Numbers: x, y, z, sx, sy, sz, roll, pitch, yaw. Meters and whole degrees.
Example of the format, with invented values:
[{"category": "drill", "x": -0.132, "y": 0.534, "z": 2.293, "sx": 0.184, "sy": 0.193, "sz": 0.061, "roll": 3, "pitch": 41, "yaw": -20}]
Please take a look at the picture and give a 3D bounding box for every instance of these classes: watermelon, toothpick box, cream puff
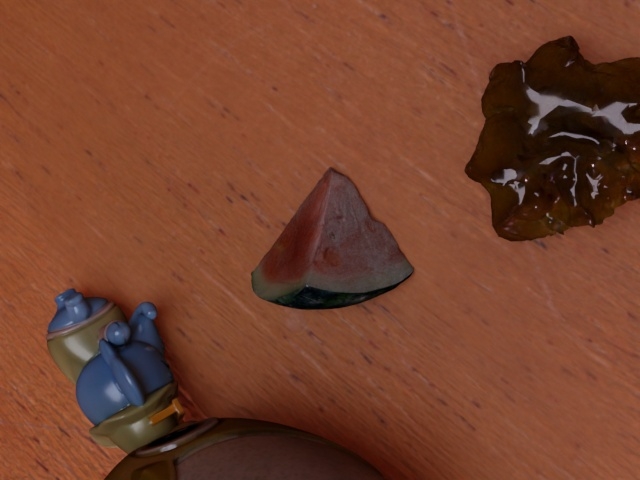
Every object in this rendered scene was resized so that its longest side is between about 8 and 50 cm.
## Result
[{"category": "watermelon", "x": 0.006, "y": 0.022, "z": 1.645, "sx": 0.207, "sy": 0.136, "sz": 0.202, "roll": 0, "pitch": 53, "yaw": 45}, {"category": "toothpick box", "x": -0.098, "y": 0.416, "z": 1.506, "sx": 0.425, "sy": 0.409, "sz": 0.409, "roll": 16, "pitch": 99, "yaw": 40}, {"category": "cream puff", "x": 0.293, "y": -0.114, "z": 1.483, "sx": 0.241, "sy": 0.155, "sz": 0.269, "roll": 31, "pitch": 96, "yaw": 9}]

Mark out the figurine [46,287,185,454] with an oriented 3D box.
[{"category": "figurine", "x": -0.281, "y": 0.172, "z": 1.690, "sx": 0.180, "sy": 0.154, "sz": 0.262, "roll": -35, "pitch": 82, "yaw": 43}]
